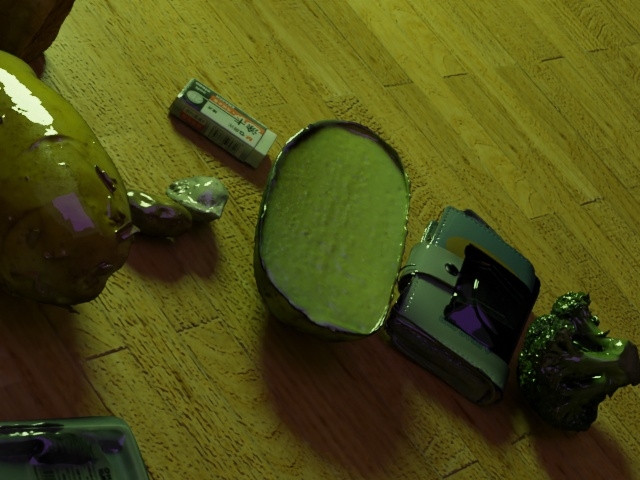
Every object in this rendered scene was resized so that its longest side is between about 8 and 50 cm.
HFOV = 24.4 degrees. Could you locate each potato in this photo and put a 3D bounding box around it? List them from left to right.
[{"bbox_3d":[-0.281,-0.060,1.394,0.173,0.140,0.300,-17,56,-39],"label":"potato"},{"bbox_3d":[-0.176,-0.026,1.521,0.092,0.045,0.046,20,39,-17],"label":"potato"},{"bbox_3d":[0.000,0.000,1.582,0.160,0.111,0.271,19,54,-12],"label":"potato"}]

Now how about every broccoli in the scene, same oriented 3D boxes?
[{"bbox_3d":[0.278,0.136,1.636,0.162,0.138,0.145,46,49,-40],"label":"broccoli"}]

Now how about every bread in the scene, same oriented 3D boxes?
[{"bbox_3d":[-0.344,-0.267,1.562,0.158,0.143,0.149,31,37,-3],"label":"bread"}]

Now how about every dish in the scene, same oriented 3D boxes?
[{"bbox_3d":[-0.226,0.208,1.207,0.243,0.080,0.182,3,49,-38],"label":"dish"}]

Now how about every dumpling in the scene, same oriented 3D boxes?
[{"bbox_3d":[-0.130,-0.049,1.574,0.057,0.052,0.076,28,47,-30],"label":"dumpling"}]

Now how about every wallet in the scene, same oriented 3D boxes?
[{"bbox_3d":[0.168,0.067,1.684,0.170,0.069,0.231,39,38,-6],"label":"wallet"}]

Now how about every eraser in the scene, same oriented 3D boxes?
[{"bbox_3d":[-0.111,-0.135,1.701,0.122,0.029,0.052,34,37,-5],"label":"eraser"}]
